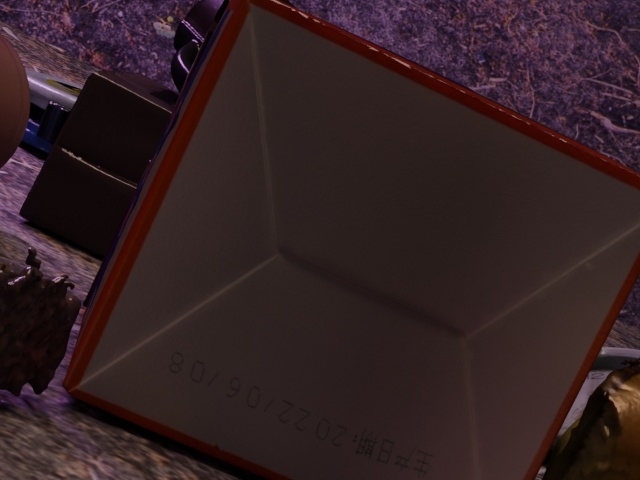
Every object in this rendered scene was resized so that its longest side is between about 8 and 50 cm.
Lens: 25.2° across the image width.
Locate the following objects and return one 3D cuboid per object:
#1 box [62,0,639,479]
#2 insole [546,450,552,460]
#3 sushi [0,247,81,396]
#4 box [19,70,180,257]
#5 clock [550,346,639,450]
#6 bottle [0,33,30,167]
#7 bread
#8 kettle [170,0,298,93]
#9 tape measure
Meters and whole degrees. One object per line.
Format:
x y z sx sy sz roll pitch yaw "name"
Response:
0.024 0.015 1.117 0.348 0.319 0.257 23 8 -9 "box"
0.199 0.199 1.612 0.322 0.007 0.109 30 8 34 "insole"
-0.267 0.027 0.888 0.161 0.108 0.241 29 4 20 "sushi"
-0.200 -0.080 1.577 0.153 0.188 0.252 28 10 0 "box"
0.303 0.183 1.585 0.236 0.053 0.236 -7 16 2 "clock"
-0.428 -0.136 1.324 0.206 0.173 0.297 -5 -1 20 "bottle"
0.256 0.192 1.109 0.162 0.204 0.262 25 10 20 "bread"
-0.057 -0.169 1.516 0.202 0.144 0.232 2 31 -39 "kettle"
-0.321 -0.163 2.042 0.215 0.098 0.351 26 10 20 "tape measure"
